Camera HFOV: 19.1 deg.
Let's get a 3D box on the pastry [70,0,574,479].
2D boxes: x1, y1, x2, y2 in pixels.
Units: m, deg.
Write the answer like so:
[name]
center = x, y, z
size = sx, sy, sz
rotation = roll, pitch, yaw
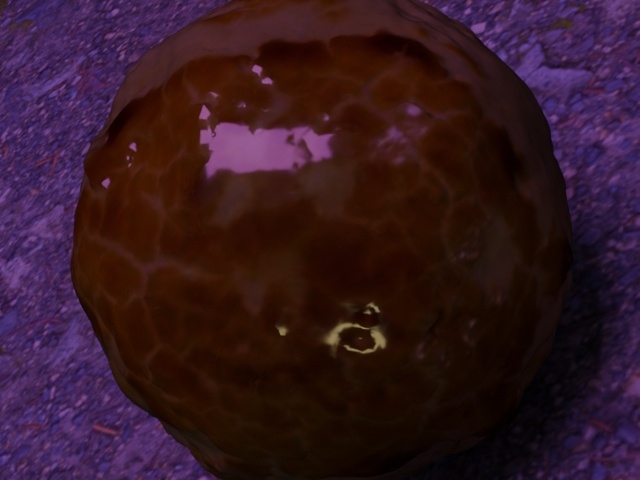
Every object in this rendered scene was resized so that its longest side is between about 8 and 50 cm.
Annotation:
[pastry]
center = 0.000, 0.000, 1.394
size = 0.388, 0.388, 0.312
rotation = -40, -6, 3
